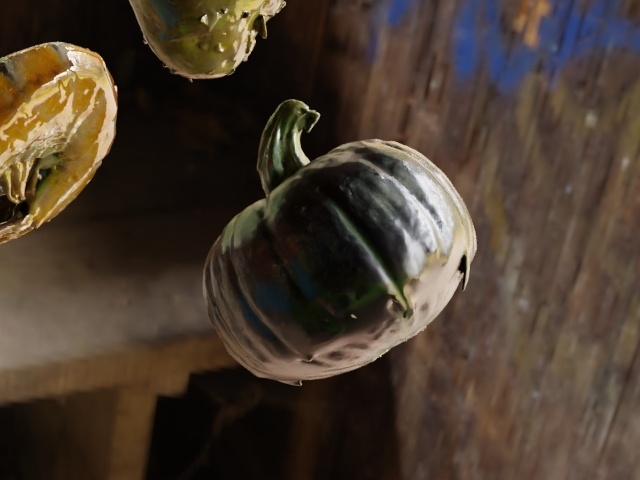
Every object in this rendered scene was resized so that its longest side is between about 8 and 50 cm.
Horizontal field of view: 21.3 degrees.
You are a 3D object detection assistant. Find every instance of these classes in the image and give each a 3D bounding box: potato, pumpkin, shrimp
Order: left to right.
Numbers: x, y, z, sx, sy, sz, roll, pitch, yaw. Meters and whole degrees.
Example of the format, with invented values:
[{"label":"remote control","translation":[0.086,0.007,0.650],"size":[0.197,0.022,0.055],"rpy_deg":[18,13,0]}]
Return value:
[{"label":"shrimp","translation":[-0.234,-0.037,1.113],"size":[0.248,0.150,0.068],"rpy_deg":[-32,53,-20]},{"label":"potato","translation":[-0.123,-0.314,1.753],"size":[0.191,0.296,0.141],"rpy_deg":[-3,-2,-13]},{"label":"pumpkin","translation":[0.000,0.000,1.748],"size":[0.296,0.296,0.296],"rpy_deg":[8,34,-5]}]
